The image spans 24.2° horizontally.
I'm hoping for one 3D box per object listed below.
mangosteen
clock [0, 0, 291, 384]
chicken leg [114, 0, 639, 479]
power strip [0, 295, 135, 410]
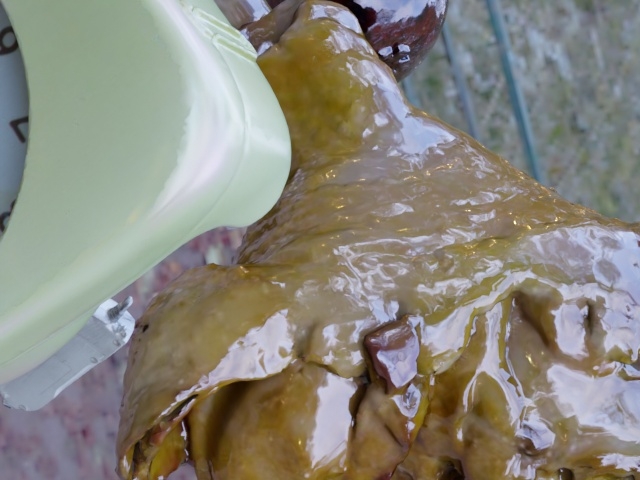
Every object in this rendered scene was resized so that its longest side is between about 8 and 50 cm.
[{"bbox_3d":[0.013,-0.158,0.913,0.140,0.140,0.140,-13,90,-73],"label":"mangosteen"},{"bbox_3d":[-0.184,-0.032,0.637,0.235,0.308,0.096,55,13,17],"label":"clock"},{"bbox_3d":[0.000,0.000,0.709,0.409,0.295,0.182,55,-32,14],"label":"chicken leg"},{"bbox_3d":[-0.215,0.094,1.270,0.047,0.191,0.030,37,39,-21],"label":"power strip"}]
